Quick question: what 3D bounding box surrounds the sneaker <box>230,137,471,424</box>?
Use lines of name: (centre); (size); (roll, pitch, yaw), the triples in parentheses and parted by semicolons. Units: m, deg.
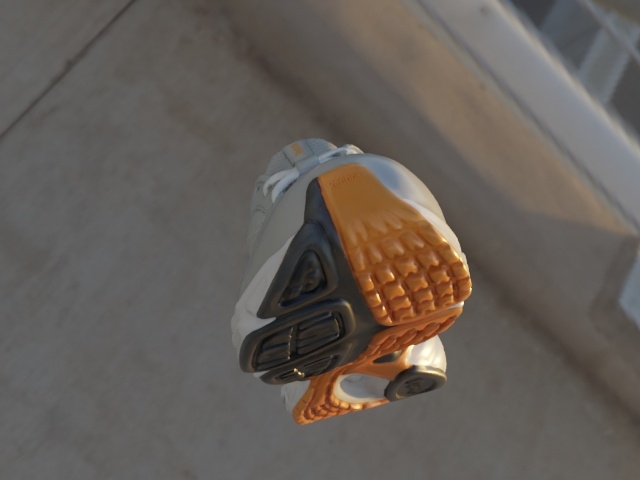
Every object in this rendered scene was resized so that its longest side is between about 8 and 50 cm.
sneaker: (0.000, 0.000, 0.692); (0.099, 0.262, 0.121); (-15, 73, -5)
